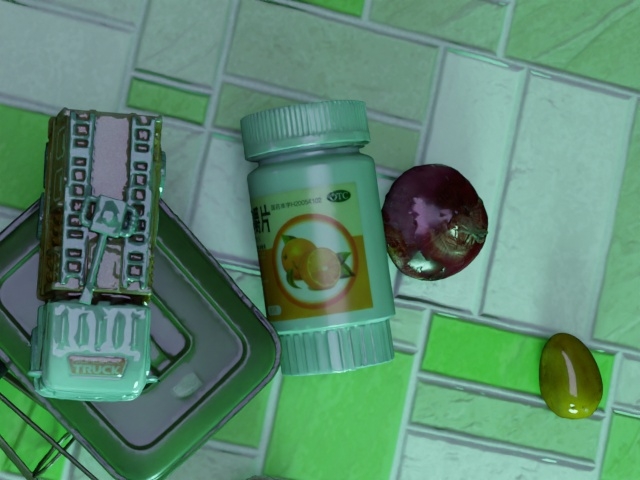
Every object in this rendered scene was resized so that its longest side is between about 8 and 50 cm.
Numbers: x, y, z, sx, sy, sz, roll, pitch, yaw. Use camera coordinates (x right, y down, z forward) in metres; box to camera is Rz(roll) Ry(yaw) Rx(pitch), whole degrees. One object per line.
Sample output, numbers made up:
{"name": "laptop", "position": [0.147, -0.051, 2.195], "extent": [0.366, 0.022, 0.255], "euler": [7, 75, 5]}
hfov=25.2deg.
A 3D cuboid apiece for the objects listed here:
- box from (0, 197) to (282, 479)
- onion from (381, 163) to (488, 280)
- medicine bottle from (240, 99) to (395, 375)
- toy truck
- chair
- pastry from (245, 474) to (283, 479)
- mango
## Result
{"name": "box", "position": [-0.236, 0.097, 1.659], "extent": [0.252, 0.178, 0.329], "euler": [-42, 95, -13]}
{"name": "onion", "position": [0.155, -0.017, 1.767], "extent": [0.150, 0.140, 0.150], "euler": [-5, 102, -23]}
{"name": "medicine bottle", "position": [0.000, 0.000, 1.722], "extent": [0.158, 0.158, 0.318], "euler": [-9, 89, -13]}
{"name": "toy truck", "position": [-0.229, 0.015, 1.492], "extent": [0.136, 0.162, 0.306], "euler": [4, 84, -12]}
{"name": "chair", "position": [-0.341, 0.223, 1.672], "extent": [0.095, 0.104, 0.221], "euler": [-41, 99, 6]}
{"name": "pastry", "position": [-0.077, 0.419, 1.715], "extent": [0.102, 0.112, 0.265], "euler": [12, 73, 1]}
{"name": "mango", "position": [0.320, 0.174, 1.836], "extent": [0.080, 0.060, 0.114], "euler": [-24, 89, -16]}
